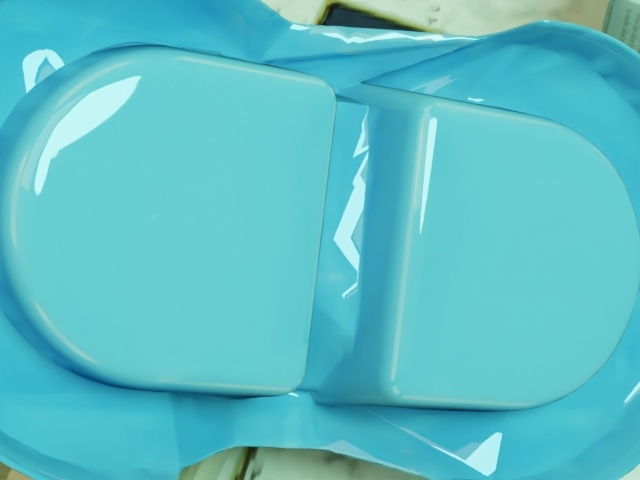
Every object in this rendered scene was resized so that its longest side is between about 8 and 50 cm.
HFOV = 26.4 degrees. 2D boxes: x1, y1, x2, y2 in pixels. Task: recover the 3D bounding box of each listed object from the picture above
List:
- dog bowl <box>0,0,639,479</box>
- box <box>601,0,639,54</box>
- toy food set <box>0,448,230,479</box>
[{"bbox_3d":[0.000,0.000,0.458,0.297,0.074,0.165,7,89,-27],"label":"dog bowl"},{"bbox_3d":[0.168,-0.094,0.549,0.087,0.102,0.101,22,68,14],"label":"box"},{"bbox_3d":[-0.169,0.008,0.536,0.306,0.092,0.219,23,80,14],"label":"toy food set"}]
